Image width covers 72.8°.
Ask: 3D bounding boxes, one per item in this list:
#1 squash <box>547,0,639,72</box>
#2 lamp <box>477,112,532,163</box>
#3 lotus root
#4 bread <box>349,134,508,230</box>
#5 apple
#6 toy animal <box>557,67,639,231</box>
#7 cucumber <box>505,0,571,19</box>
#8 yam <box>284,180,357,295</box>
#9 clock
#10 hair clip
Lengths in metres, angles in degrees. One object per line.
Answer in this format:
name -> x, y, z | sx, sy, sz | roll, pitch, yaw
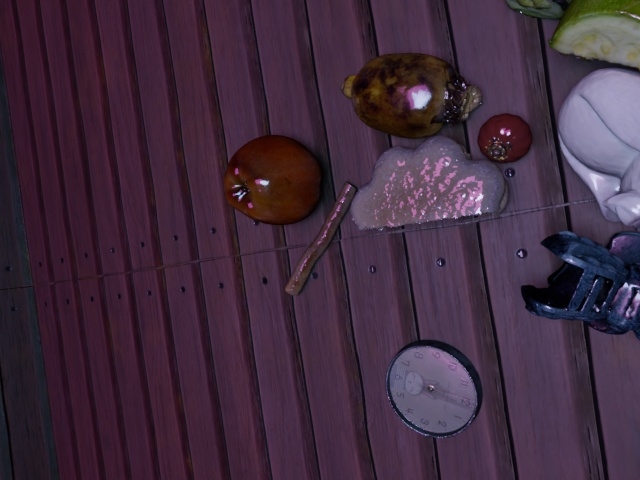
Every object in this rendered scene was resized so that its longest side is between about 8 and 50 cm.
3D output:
squash -> 0.502, -0.406, 0.653 | 0.203, 0.111, 0.289 | 33, 81, 33
lamp -> 0.357, -0.197, 0.845 | 0.101, 0.090, 0.101 | 30, 147, 22
lotus root -> 0.170, -0.306, 0.916 | 0.314, 0.141, 0.169 | 17, 98, 29
bread -> 0.217, -0.119, 0.930 | 0.337, 0.102, 0.183 | -6, 86, 33
apple -> -0.107, -0.140, 1.050 | 0.234, 0.234, 0.234 | 2, 95, 30
toy animal -> 0.498, -0.163, 0.694 | 0.206, 0.272, 0.265 | -25, 66, 4
cucumber -> 0.431, -0.530, 0.764 | 0.134, 0.134, 0.244 | 30, 103, 25
yam -> 0.000, 0.000, 1.096 | 0.327, 0.045, 0.045 | -61, 35, 18
clock -> 0.249, 0.333, 0.974 | 0.215, 0.042, 0.215 | 2, 94, 30
hair clip -> 0.505, 0.096, 0.715 | 0.310, 0.206, 0.195 | 24, 111, 22
